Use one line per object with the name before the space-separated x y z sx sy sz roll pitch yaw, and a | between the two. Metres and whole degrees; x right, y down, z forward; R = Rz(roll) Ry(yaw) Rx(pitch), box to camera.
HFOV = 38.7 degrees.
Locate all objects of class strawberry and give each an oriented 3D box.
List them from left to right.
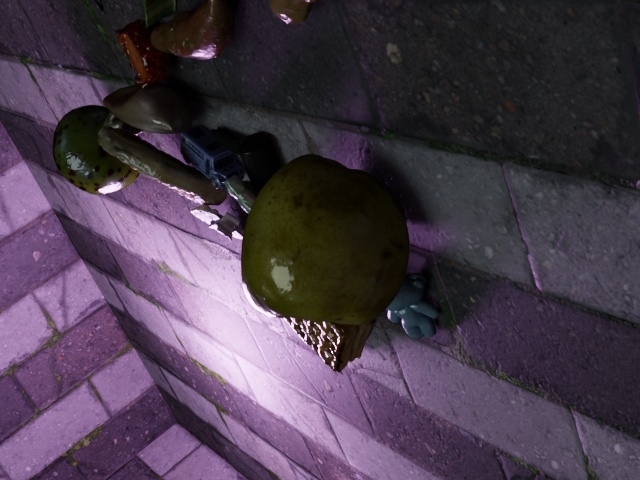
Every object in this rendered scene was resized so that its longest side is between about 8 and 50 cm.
strawberry | -0.373 -0.404 1.951 0.145 0.086 0.145 40 151 27

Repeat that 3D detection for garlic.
garlic | -0.382 -0.302 2.053 0.318 0.143 0.112 16 116 52

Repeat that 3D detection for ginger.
ginger | -0.003 -0.393 1.320 0.118 0.065 0.298 56 154 -17

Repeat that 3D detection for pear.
pear | 0.000 0.000 1.587 0.304 0.304 0.304 41 154 25

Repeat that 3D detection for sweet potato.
sweet potato | -0.235 -0.386 1.714 0.106 0.095 0.354 55 158 -17

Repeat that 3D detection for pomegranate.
pomegranate | -0.546 -0.240 2.368 0.305 0.242 0.242 -4 123 33

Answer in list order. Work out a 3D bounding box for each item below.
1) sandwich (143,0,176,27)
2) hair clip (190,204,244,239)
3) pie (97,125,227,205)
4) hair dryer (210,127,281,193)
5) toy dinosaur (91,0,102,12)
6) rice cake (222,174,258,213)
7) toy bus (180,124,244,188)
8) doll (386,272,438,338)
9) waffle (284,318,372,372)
sandwich | -0.349 -0.492 1.798 0.116 0.074 0.074 46 155 15
hair clip | -0.242 -0.037 2.199 0.140 0.054 0.220 29 173 -13
pie | -0.372 -0.174 2.148 0.339 0.077 0.339 31 179 1
hair dryer | -0.169 -0.182 1.916 0.248 0.070 0.114 29 147 50
toy dinosaur | -0.548 -0.599 2.058 0.080 0.045 0.197 16 146 35
rice cake | -0.141 -0.078 1.917 0.127 0.043 0.237 48 -177 3
toy bus | -0.242 -0.186 2.028 0.167 0.073 0.076 39 142 32
doll | 0.168 0.117 1.721 0.120 0.075 0.180 -14 141 25
waffle | -0.022 0.140 2.058 0.308 0.091 0.213 46 156 19
